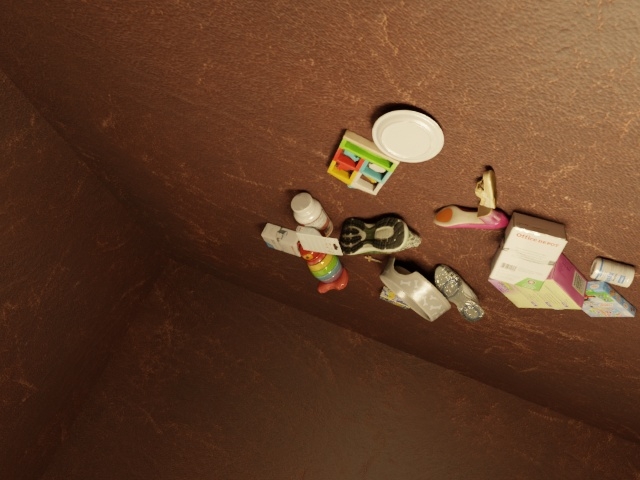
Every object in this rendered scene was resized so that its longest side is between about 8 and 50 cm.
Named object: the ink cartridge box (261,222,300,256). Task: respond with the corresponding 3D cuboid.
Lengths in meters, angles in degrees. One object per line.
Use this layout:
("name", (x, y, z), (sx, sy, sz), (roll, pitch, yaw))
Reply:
("ink cartridge box", (-0.186, -0.002, 2.431), (0.191, 0.082, 0.139), (16, 158, 18))

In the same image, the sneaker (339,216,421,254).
("sneaker", (0.235, 0.003, 1.944), (0.182, 0.157, 0.411), (18, 171, -36))

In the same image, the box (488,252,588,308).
("box", (0.771, 0.142, 1.703), (0.214, 0.117, 0.243), (36, 155, -28))

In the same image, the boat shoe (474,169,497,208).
("boat shoe", (0.483, -0.147, 1.406), (0.059, 0.062, 0.170), (6, 154, 26))

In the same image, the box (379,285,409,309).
("box", (0.403, 0.308, 2.559), (0.169, 0.059, 0.054), (22, 160, 6))

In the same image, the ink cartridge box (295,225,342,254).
("ink cartridge box", (0.000, 0.000, 1.980), (0.180, 0.045, 0.145), (6, 152, 17))

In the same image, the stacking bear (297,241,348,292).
("stacking bear", (-0.001, 0.102, 2.382), (0.176, 0.164, 0.289), (-16, 127, 34))

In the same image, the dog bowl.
("dog bowl", (0.406, 0.221, 2.120), (0.349, 0.102, 0.349), (42, 174, 5))

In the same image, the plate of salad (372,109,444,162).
("plate of salad", (0.244, -0.294, 1.340), (0.200, 0.048, 0.199), (13, 150, 8))

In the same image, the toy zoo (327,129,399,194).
("toy zoo", (0.133, -0.243, 1.598), (0.193, 0.030, 0.293), (26, 158, -3))

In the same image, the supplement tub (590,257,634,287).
("supplement tub", (0.918, 0.100, 1.511), (0.107, 0.070, 0.071), (17, 157, 19))

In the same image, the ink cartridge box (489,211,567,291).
("ink cartridge box", (0.645, 0.036, 1.499), (0.161, 0.092, 0.219), (16, 130, 9))

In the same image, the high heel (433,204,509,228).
("high heel", (0.495, -0.067, 1.585), (0.117, 0.082, 0.244), (27, 156, -32))

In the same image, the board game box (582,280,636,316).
("board game box", (1.000, 0.214, 1.733), (0.212, 0.039, 0.160), (33, 157, -22))

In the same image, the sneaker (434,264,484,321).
("sneaker", (0.590, 0.216, 2.068), (0.111, 0.129, 0.297), (-33, 105, 25))

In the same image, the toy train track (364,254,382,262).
("toy train track", (0.252, 0.087, 2.270), (0.084, 0.014, 0.048), (16, 151, 6))

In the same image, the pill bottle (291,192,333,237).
("pill bottle", (-0.038, -0.100, 1.991), (0.121, 0.121, 0.216), (11, 155, 30))
